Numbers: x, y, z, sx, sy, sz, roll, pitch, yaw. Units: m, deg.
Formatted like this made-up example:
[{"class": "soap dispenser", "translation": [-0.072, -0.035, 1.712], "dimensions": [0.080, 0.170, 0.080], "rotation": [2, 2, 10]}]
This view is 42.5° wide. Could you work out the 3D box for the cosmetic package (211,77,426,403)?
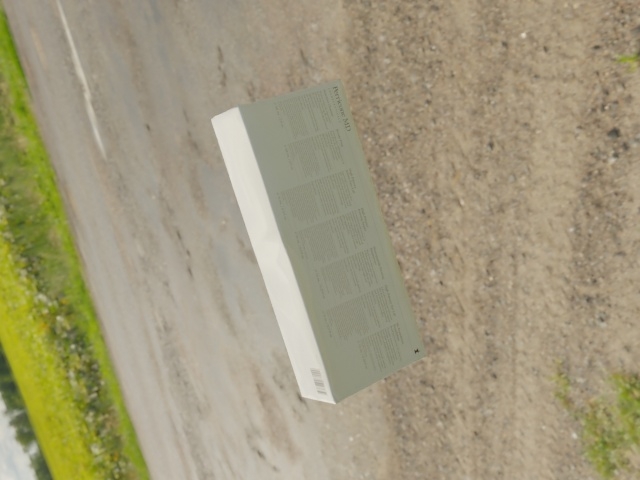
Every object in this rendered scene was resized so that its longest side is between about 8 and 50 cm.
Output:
[{"class": "cosmetic package", "translation": [0.000, 0.000, 0.665], "dimensions": [0.060, 0.099, 0.239], "rotation": [-7, 102, 61]}]
